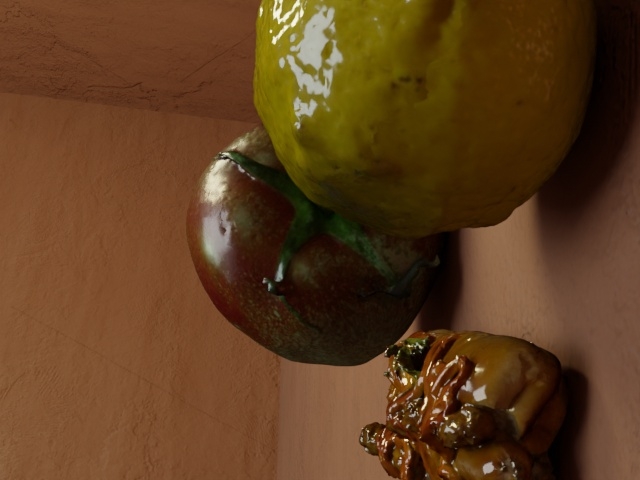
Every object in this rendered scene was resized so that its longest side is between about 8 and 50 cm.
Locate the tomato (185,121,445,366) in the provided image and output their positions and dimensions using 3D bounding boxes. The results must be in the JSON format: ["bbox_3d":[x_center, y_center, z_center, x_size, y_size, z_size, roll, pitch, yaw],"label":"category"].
[{"bbox_3d":[0.000,0.000,1.129,0.239,0.303,0.304,103,171,-67],"label":"tomato"}]

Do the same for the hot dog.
[{"bbox_3d":[0.106,0.151,0.812,0.349,0.117,0.158,168,108,-83],"label":"hot dog"}]

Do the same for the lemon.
[{"bbox_3d":[0.079,-0.135,0.725,0.322,0.268,0.268,167,109,-81],"label":"lemon"}]
